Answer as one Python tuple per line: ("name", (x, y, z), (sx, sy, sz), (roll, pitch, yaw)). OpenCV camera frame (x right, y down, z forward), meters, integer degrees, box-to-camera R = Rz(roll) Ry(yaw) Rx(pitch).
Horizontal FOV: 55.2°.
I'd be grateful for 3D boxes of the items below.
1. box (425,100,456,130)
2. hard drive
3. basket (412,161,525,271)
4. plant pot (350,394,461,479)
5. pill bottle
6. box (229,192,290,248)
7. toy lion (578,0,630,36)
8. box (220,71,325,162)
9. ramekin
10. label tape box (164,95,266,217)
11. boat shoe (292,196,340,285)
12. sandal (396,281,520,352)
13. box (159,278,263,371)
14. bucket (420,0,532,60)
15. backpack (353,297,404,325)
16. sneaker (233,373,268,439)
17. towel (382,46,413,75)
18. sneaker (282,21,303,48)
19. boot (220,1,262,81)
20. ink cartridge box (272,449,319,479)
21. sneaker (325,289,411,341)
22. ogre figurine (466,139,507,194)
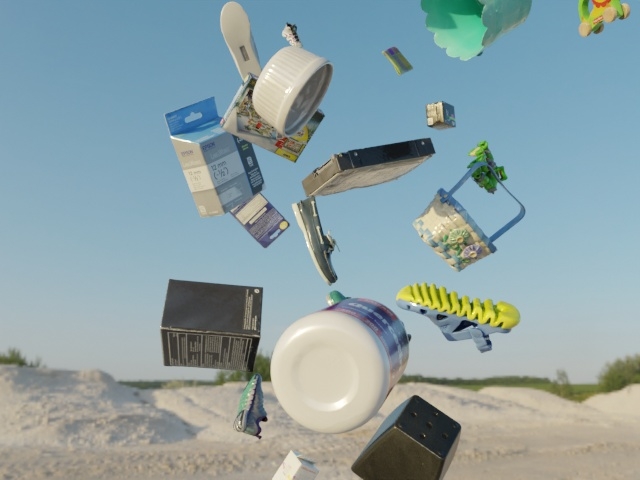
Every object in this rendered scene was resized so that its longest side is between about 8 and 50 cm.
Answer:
("box", (0.329, -0.339, 1.673), (0.052, 0.062, 0.083), (-6, -3, 35))
("hard drive", (0.141, -0.213, 1.811), (0.339, 0.064, 0.237), (-13, -9, -28))
("basket", (0.451, -0.063, 1.840), (0.255, 0.289, 0.201), (40, 7, -28))
("plant pot", (0.211, 0.466, 1.382), (0.188, 0.167, 0.187), (32, 34, 17))
("pill bottle", (0.049, 0.193, 1.032), (0.182, 0.181, 0.323), (-3, 0, 16))
("box", (-0.231, -0.089, 2.266), (0.136, 0.225, 0.036), (-43, -10, -3))
("toy lion", (0.436, -0.380, 0.955), (0.034, 0.096, 0.100), (-16, 1, -11))
("box", (-0.127, -0.323, 1.633), (0.233, 0.044, 0.159), (22, -65, -29))
("ramekin", (-0.070, -0.359, 1.453), (0.109, 0.207, 0.207), (34, -11, 8))
("label tape box", (-0.333, -0.281, 1.990), (0.115, 0.347, 0.249), (-4, 22, 33))
("boat shoe", (0.000, 0.000, 1.707), (0.079, 0.254, 0.095), (-23, -14, 1))
("sandal", (0.348, 0.207, 1.604), (0.318, 0.138, 0.126), (17, 25, 12))
("box", (-0.341, 0.272, 1.930), (0.294, 0.182, 0.296), (5, -34, -9))
("bucket", (0.419, -0.652, 1.659), (0.183, 0.281, 0.281), (-28, -6, -15))
("backpack", (0.131, 0.225, 1.465), (0.158, 0.116, 0.173), (28, 0, -17))
("sneaker", (-0.213, 0.545, 2.009), (0.098, 0.223, 0.083), (31, -51, -13))
("towel", (0.153, -0.354, 1.207), (0.009, 0.060, 0.083), (-38, 3, 33))
("sneaker", (-0.090, -0.711, 2.104), (0.038, 0.098, 0.069), (-34, -20, -38))
("boot", (-0.252, -0.611, 1.931), (0.095, 0.258, 0.123), (-17, 17, -7))
("ink cartridge box", (-0.083, 0.821, 2.164), (0.092, 0.143, 0.090), (36, -4, -32))
("sneaker", (0.156, 0.247, 1.939), (0.302, 0.121, 0.108), (42, 10, -1))
("ogre figurine", (0.508, -0.218, 1.878), (0.097, 0.118, 0.197), (-32, 19, 17))
